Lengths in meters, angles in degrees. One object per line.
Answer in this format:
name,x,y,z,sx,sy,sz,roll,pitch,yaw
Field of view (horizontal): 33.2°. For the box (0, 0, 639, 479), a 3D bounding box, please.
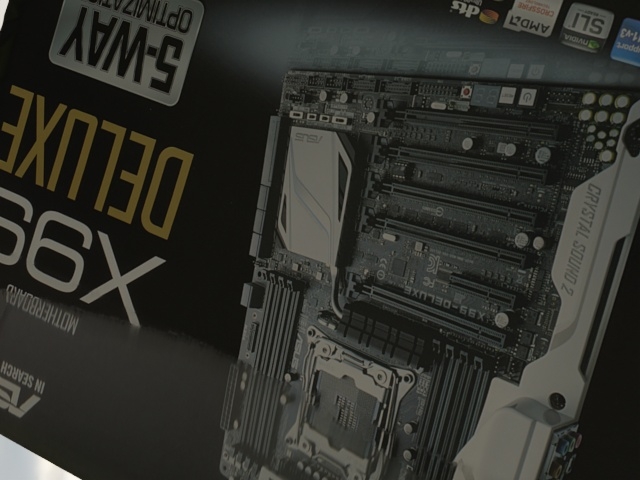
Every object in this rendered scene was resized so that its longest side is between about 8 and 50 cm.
box,0.000,0.000,0.416,0.308,0.076,0.242,22,-81,23
